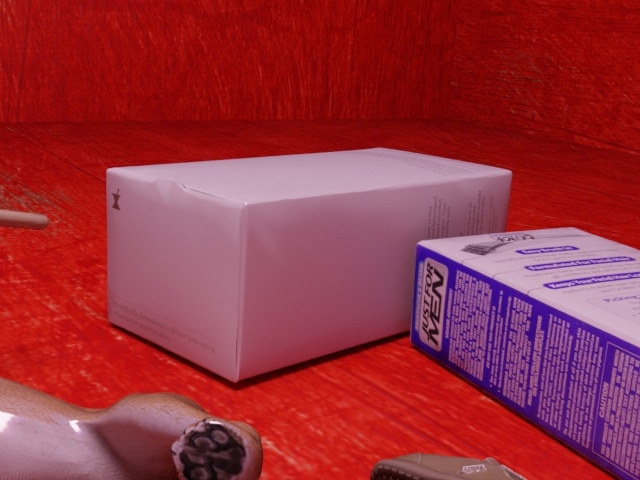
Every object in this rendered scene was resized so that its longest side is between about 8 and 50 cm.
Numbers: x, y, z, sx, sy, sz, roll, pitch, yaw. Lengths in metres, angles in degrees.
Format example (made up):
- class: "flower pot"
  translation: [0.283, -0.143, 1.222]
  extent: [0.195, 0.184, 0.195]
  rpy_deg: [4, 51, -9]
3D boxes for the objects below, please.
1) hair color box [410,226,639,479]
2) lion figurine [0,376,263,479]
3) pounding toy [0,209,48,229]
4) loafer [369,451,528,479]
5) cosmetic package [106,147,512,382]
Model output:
- class: "hair color box"
  translation: [0.238, 0.082, 0.696]
  extent: [0.185, 0.110, 0.339]
  rpy_deg: [-5, 18, -26]
- class: "lion figurine"
  translation: [-0.177, 0.107, 0.475]
  extent: [0.392, 0.142, 0.240]
  rpy_deg: [20, -7, 6]
- class: "pounding toy"
  translation: [-0.295, 0.028, 0.659]
  extent: [0.181, 0.094, 0.206]
  rpy_deg: [-1, -13, -20]
- class: "loafer"
  translation: [0.097, 0.148, 0.495]
  extent: [0.148, 0.056, 0.050]
  rpy_deg: [15, 24, 37]
- class: "cosmetic package"
  translation: [0.000, 0.000, 0.858]
  extent: [0.365, 0.155, 0.197]
  rpy_deg: [-10, 19, -42]
